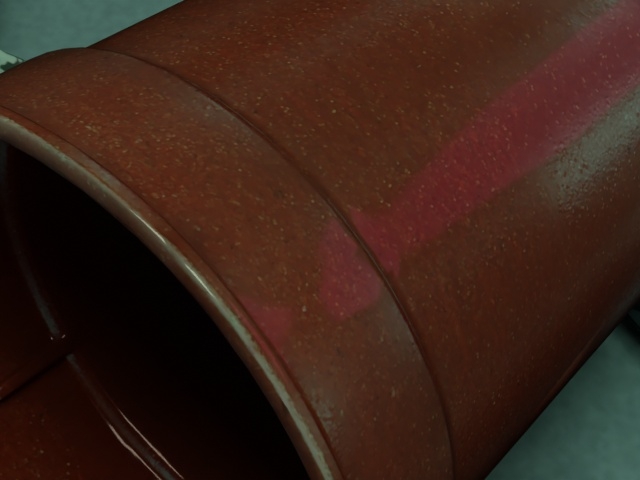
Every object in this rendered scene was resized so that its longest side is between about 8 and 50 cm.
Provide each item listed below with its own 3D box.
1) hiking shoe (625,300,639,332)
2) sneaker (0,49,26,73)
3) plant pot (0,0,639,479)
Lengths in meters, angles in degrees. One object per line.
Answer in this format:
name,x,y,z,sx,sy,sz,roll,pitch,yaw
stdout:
hiking shoe,0.167,-0.040,0.856,0.113,0.132,0.304,-34,64,-22
sneaker,-0.218,-0.076,0.868,0.182,0.158,0.410,21,61,-10
plant pot,0.000,0.000,0.761,0.272,0.272,0.265,38,54,20
